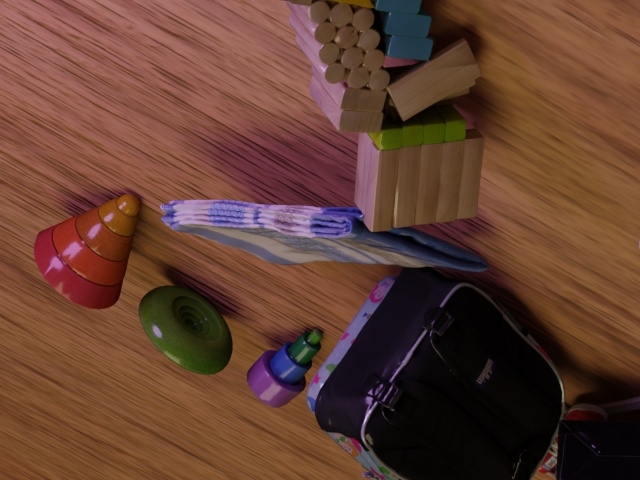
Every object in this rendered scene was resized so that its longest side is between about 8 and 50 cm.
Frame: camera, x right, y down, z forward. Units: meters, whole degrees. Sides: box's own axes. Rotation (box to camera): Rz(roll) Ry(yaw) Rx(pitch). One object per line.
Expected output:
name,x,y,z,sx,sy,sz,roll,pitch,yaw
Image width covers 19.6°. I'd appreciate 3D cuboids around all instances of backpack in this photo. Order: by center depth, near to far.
backpack,0.128,0.169,1.973,0.253,0.225,0.191,39,169,-30

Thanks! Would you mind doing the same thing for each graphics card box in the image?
graphics card box,0.387,0.325,2.076,0.232,0.094,0.371,0,148,12

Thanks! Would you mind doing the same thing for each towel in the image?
towel,0.000,0.000,1.883,0.285,0.034,0.209,4,169,44

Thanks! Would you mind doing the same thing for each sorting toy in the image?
sorting toy,-0.147,0.058,2.147,0.365,0.127,0.126,33,119,-17

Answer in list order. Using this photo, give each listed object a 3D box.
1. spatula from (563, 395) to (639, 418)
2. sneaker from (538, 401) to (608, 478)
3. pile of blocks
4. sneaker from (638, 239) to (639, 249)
spatula,0.350,0.228,2.098,0.242,0.019,0.168,-18,123,48
sneaker,0.274,0.225,2.073,0.042,0.067,0.118,36,146,-10
pile of blocks,0.044,-0.173,1.654,0.362,0.149,0.113,65,175,-34
sneaker,0.358,0.037,1.707,0.129,0.111,0.297,25,131,33
